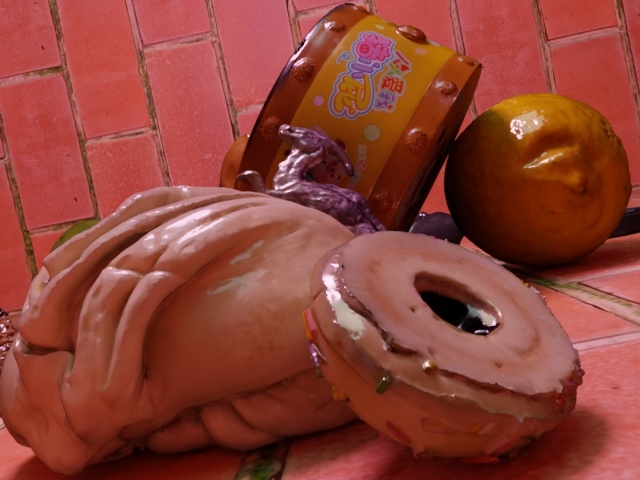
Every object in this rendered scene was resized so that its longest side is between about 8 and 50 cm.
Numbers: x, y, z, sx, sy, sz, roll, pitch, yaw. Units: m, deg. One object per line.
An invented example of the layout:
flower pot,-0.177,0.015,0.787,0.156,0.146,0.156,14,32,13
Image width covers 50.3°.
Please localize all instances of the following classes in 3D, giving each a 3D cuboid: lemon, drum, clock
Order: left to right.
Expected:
drum,0.058,-0.118,1.034,0.214,0.431,0.431,27,11,11
lemon,0.341,-0.095,1.088,0.297,0.297,0.297,-12,2,0
clock,0.569,-0.031,1.370,0.185,0.040,0.184,-12,2,1

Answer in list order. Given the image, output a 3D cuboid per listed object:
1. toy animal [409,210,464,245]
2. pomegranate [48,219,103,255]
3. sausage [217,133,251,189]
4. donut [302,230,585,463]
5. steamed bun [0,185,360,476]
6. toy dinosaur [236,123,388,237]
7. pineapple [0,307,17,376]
toy animal,0.141,0.026,1.376,0.343,0.106,0.168,-21,14,-38
pomegranate,-0.317,0.080,0.982,0.182,0.224,0.181,25,3,-1
sausage,-0.157,-0.016,1.168,0.116,0.353,0.134,14,27,-28
donut,0.068,0.061,0.410,0.175,0.068,0.174,18,28,-10
steamed bun,-0.103,0.052,0.547,0.276,0.203,0.289,-13,3,-43
toy dinosaur,0.001,-0.004,0.766,0.162,0.294,0.077,-22,-8,-19
pineapple,-0.410,0.110,0.828,0.108,0.197,0.108,-22,-10,-4
